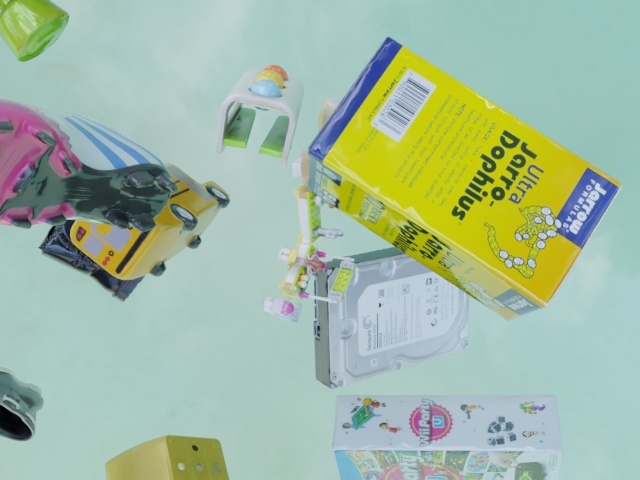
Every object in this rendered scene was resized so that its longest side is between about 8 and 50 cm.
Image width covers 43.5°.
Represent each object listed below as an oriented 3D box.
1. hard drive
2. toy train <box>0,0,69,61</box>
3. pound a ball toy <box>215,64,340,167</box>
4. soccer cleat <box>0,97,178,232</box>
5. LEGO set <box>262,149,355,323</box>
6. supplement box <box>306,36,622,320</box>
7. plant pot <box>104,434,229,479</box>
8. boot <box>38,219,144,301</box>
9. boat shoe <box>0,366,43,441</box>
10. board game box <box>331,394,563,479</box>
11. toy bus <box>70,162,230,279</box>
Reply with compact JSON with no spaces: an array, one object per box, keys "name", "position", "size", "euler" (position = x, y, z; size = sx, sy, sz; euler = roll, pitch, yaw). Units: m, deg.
[{"name":"hard drive","position":[0.144,0.132,1.542],"size":[0.338,0.064,0.237],"euler":[-9,106,-30]},{"name":"toy train","position":[-0.236,-0.179,0.546],"size":[0.248,0.105,0.143],"euler":[-40,97,7]},{"name":"pound a ball toy","position":[-0.060,-0.239,1.462],"size":[0.208,0.319,0.136],"euler":[12,112,-2]},{"name":"soccer cleat","position":[-0.287,-0.083,0.819],"size":[0.143,0.331,0.116],"euler":[37,99,23]},{"name":"LEGO set","position":[0.000,0.000,1.326],"size":[0.107,0.132,0.287],"euler":[10,84,26]},{"name":"supplement box","position":[0.178,-0.074,1.088],"size":[0.356,0.194,0.195],"euler":[33,80,5]},{"name":"plant pot","position":[-0.305,0.526,1.701],"size":[0.187,0.212,0.212],"euler":[-45,48,28]},{"name":"boot","position":[-0.412,-0.023,1.597],"size":[0.207,0.094,0.246],"euler":[38,92,-21]},{"name":"boat shoe","position":[-0.572,0.283,1.386],"size":[0.112,0.335,0.096],"euler":[-9,70,3]},{"name":"board game box","position":[0.181,0.319,1.157],"size":[0.303,0.224,0.098],"euler":[-2,46,9]},{"name":"toy bus","position":[-0.254,-0.039,1.269],"size":[0.130,0.333,0.108],"euler":[37,106,-1]}]
